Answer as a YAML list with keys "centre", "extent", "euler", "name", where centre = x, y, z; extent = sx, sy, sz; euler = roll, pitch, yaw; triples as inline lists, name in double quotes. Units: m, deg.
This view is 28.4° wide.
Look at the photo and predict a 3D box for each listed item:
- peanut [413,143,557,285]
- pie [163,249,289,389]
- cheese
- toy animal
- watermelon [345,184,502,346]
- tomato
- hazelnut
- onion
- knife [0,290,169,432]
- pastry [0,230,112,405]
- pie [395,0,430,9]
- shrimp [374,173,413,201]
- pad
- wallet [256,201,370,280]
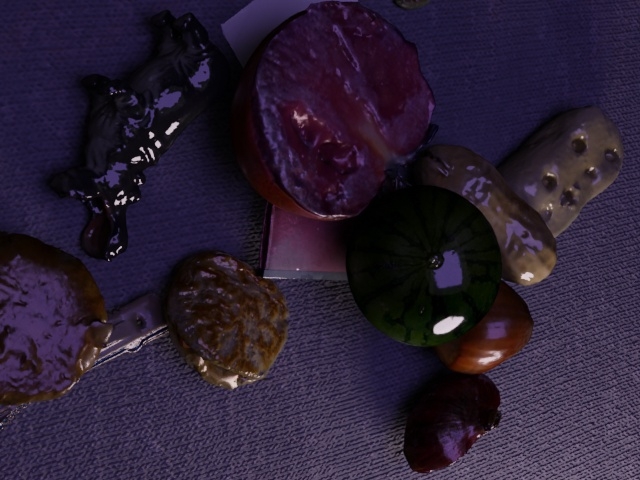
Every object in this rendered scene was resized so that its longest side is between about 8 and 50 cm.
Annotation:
- centre: [0.265, -0.044, 2.033]
  extent: [0.290, 0.130, 0.130]
  euler: [45, 72, -18]
  name: "peanut"
- centre: [-0.137, 0.115, 1.824]
  extent: [0.205, 0.084, 0.179]
  euler: [32, 52, -34]
  name: "pie"
- centre: [0.413, -0.116, 2.159]
  extent: [0.263, 0.093, 0.159]
  euler: [-43, 118, -22]
  name: "cheese"
- centre: [-0.257, -0.149, 1.709]
  extent: [0.168, 0.106, 0.343]
  euler: [38, 82, -38]
  name: "toy animal"
- centre: [0.154, 0.037, 1.887]
  extent: [0.242, 0.242, 0.242]
  euler: [-5, 99, -33]
  name: "watermelon"
- centre: [-0.008, -0.196, 1.820]
  extent: [0.335, 0.176, 0.290]
  euler: [-49, 121, -25]
  name: "tomato"
- centre: [0.253, 0.126, 2.041]
  extent: [0.182, 0.182, 0.182]
  euler: [-5, 99, -33]
  name: "hazelnut"
- centre: [0.212, 0.278, 2.053]
  extent: [0.206, 0.151, 0.098]
  euler: [-43, 103, -39]
  name: "onion"
- centre: [-0.355, 0.173, 1.723]
  extent: [0.365, 0.043, 0.089]
  euler: [-30, 111, -29]
  name: "knife"
- centre: [-0.388, 0.097, 1.636]
  extent: [0.218, 0.100, 0.229]
  euler: [-17, 95, -26]
  name: "pastry"
- centre: [0.145, -0.402, 1.987]
  extent: [0.084, 0.021, 0.084]
  euler: [-5, 98, -34]
  name: "pie"
- centre: [0.111, -0.080, 1.986]
  extent: [0.065, 0.056, 0.165]
  euler: [-51, 122, -25]
  name: "shrimp"
- centre: [-0.031, -0.317, 1.893]
  extent: [0.232, 0.004, 0.156]
  euler: [-41, 116, -22]
  name: "pad"
- centre: [0.000, 0.000, 1.915]
  extent: [0.232, 0.025, 0.119]
  euler: [4, 96, -46]
  name: "wallet"
